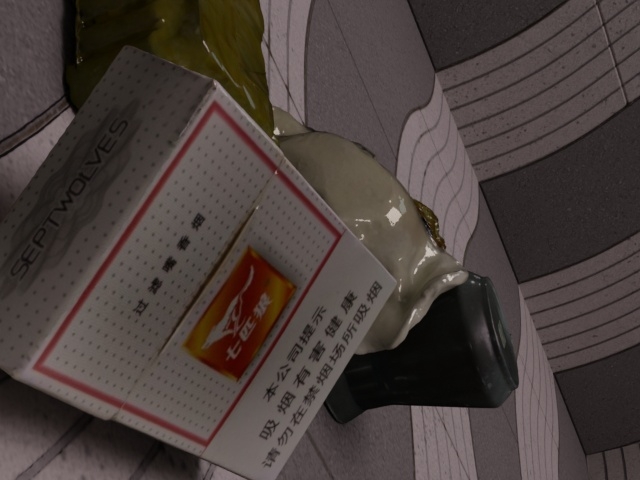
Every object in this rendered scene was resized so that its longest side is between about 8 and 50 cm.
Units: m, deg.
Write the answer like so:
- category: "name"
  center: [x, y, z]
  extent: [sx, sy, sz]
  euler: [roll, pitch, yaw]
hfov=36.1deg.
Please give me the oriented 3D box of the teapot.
- category: "teapot"
  center: [0.119, 0.137, 1.219]
  extent: [0.203, 0.225, 0.171]
  euler: [-7, 82, -74]

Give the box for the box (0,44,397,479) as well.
- category: "box"
  center: [-0.083, 0.041, 0.716]
  extent: [0.210, 0.095, 0.330]
  euler: [-57, 146, -9]

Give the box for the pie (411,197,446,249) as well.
- category: "pie"
  center: [0.190, 0.073, 1.759]
  extent: [0.296, 0.078, 0.371]
  euler: [43, 32, -59]

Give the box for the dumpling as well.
- category: "dumpling"
  center: [0.000, 0.000, 1.130]
  extent: [0.318, 0.187, 0.243]
  euler: [38, 57, 10]

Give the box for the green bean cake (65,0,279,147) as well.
- category: "green bean cake"
  center: [-0.125, -0.174, 0.935]
  extent: [0.233, 0.124, 0.236]
  euler: [48, 29, -54]
